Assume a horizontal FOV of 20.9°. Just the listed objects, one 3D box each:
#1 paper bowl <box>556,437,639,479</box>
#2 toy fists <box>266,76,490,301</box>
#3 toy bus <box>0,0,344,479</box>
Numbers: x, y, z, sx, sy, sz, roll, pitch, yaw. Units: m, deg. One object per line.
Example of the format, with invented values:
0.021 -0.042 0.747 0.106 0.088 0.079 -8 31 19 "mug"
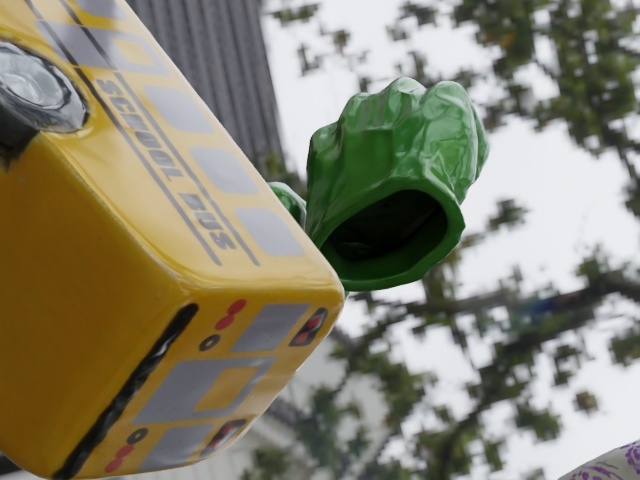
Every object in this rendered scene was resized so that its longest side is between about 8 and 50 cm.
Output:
0.199 0.203 0.691 0.284 0.148 0.284 7 -78 36 "paper bowl"
0.000 0.000 1.148 0.279 0.096 0.142 -41 -151 31 "toy fists"
-0.140 -0.065 0.689 0.332 0.130 0.108 52 -60 27 "toy bus"
